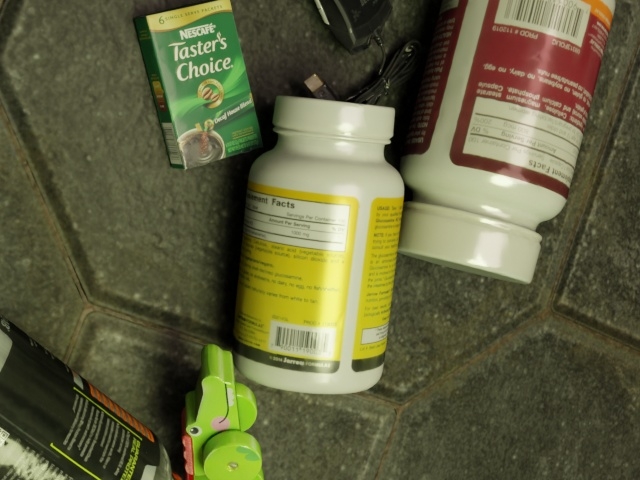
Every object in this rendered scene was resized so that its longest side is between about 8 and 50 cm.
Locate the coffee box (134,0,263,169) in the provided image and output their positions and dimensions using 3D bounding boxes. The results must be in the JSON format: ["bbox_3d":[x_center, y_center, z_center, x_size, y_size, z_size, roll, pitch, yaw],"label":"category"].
[{"bbox_3d":[-0.142,-0.185,1.138,0.113,0.040,0.184,-19,106,-29],"label":"coffee box"}]

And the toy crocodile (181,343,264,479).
[{"bbox_3d":[-0.120,0.272,1.141,0.105,0.115,0.340,-5,125,-5],"label":"toy crocodile"}]

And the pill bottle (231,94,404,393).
[{"bbox_3d":[0.000,0.000,1.157,0.188,0.188,0.333,2,99,-32],"label":"pill bottle"}]

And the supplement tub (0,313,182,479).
[{"bbox_3d":[-0.300,0.232,0.997,0.338,0.207,0.207,46,72,-27],"label":"supplement tub"}]

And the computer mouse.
[{"bbox_3d":[0.019,-0.271,1.220,0.184,0.060,0.262,-51,131,-21],"label":"computer mouse"}]

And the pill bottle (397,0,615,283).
[{"bbox_3d":[0.232,-0.153,1.269,0.224,0.224,0.391,16,88,-33],"label":"pill bottle"}]
